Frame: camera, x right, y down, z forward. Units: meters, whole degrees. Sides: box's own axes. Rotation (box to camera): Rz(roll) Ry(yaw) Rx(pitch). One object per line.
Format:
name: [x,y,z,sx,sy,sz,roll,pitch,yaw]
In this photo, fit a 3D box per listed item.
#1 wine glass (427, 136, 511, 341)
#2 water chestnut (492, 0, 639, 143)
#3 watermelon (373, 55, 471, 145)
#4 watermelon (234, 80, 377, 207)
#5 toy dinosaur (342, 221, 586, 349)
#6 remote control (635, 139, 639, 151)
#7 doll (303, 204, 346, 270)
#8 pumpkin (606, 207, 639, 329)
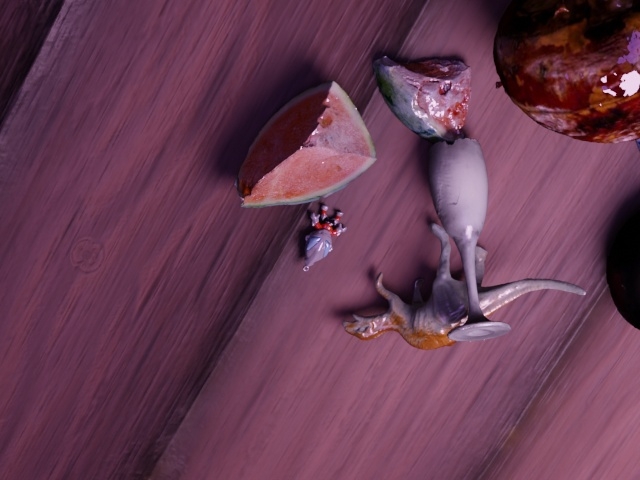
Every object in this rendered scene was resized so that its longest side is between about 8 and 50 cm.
wine glass: [0.149,0.013,1.773,0.264,0.096,0.309,-13,70,20]
water chestnut: [0.398,-0.318,1.610,0.335,0.335,0.347,-22,119,7]
watermelon: [0.176,-0.237,1.775,0.139,0.071,0.187,-43,99,6]
watermelon: [-0.016,-0.131,1.798,0.231,0.128,0.146,-37,129,24]
toy dinosaur: [0.233,0.082,1.813,0.393,0.092,0.205,5,72,21]
remote control: [0.535,-0.146,1.809,0.043,0.027,0.152,-26,104,4]
doll: [0.001,0.000,1.853,0.057,0.039,0.114,21,94,-38]
pumpkin: [0.569,0.045,1.787,0.233,0.163,0.233,0,105,-1]
